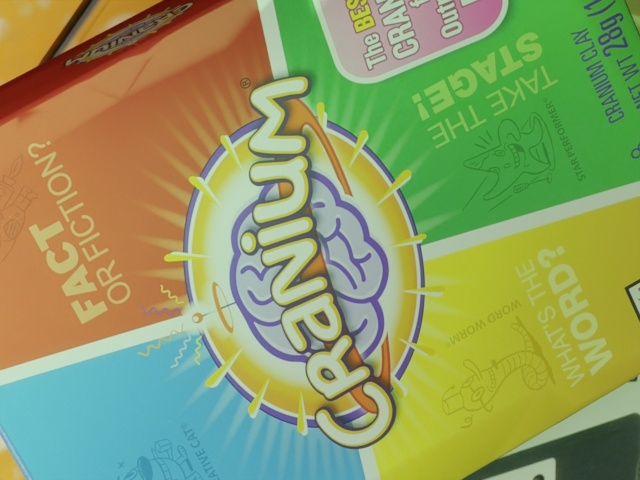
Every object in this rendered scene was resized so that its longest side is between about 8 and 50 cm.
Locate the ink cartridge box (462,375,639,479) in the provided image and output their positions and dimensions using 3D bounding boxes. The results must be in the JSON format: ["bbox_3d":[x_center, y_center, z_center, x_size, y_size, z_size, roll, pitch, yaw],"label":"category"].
[{"bbox_3d":[0.039,0.136,1.023,0.285,0.166,0.395,-3,106,-16],"label":"ink cartridge box"}]

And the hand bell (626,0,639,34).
[{"bbox_3d":[0.212,-0.096,1.002,0.242,0.126,0.126,13,102,-5],"label":"hand bell"}]

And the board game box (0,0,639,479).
[{"bbox_3d":[0.000,0.000,0.852,0.316,0.064,0.242,-30,109,-8],"label":"board game box"}]
